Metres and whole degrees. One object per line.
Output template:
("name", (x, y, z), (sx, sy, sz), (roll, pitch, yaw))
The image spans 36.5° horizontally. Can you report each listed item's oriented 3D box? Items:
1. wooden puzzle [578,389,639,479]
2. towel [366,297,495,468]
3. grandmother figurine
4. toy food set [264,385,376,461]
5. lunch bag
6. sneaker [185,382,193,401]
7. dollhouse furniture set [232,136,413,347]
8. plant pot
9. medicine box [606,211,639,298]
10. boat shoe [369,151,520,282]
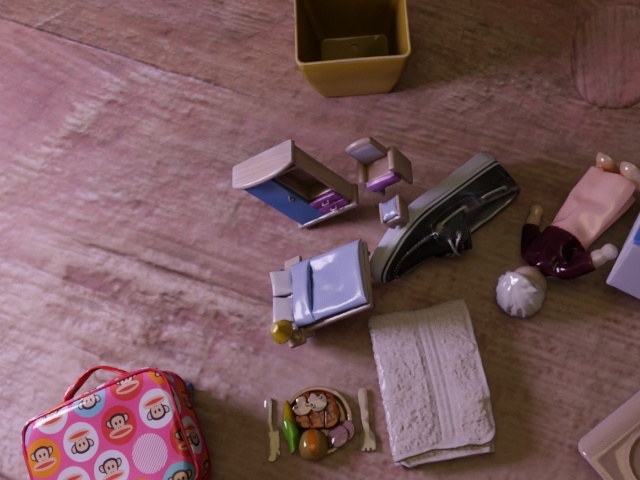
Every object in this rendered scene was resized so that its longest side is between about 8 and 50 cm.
("wooden puzzle", (0.651, 0.377, 1.588), (0.322, 0.080, 0.348), (-36, 65, -10))
("towel", (0.193, 0.247, 1.693), (0.187, 0.049, 0.282), (-11, 67, 0))
("grandmother figurine", (0.444, 0.001, 1.740), (0.342, 0.104, 0.208), (-47, 29, -7))
("toy food set", (-0.005, 0.316, 1.687), (0.191, 0.038, 0.133), (-7, 67, 2))
("lunch bag", (-0.352, 0.340, 1.637), (0.293, 0.120, 0.258), (-22, 77, 5))
("sneaker", (-0.289, 0.264, 1.735), (0.135, 0.052, 0.058), (15, 60, 3))
("dollhouse furniture set", (0.000, 0.000, 1.665), (0.286, 0.198, 0.304), (-22, 56, 32))
("plant pot", (0.065, -0.391, 1.890), (0.212, 0.187, 0.212), (-4, 68, 4))
("medicine box", (0.681, -0.006, 1.671), (0.263, 0.149, 0.289), (27, 60, 14))
("boat shoe", (0.232, -0.029, 1.762), (0.335, 0.121, 0.119), (-42, 66, -14))
